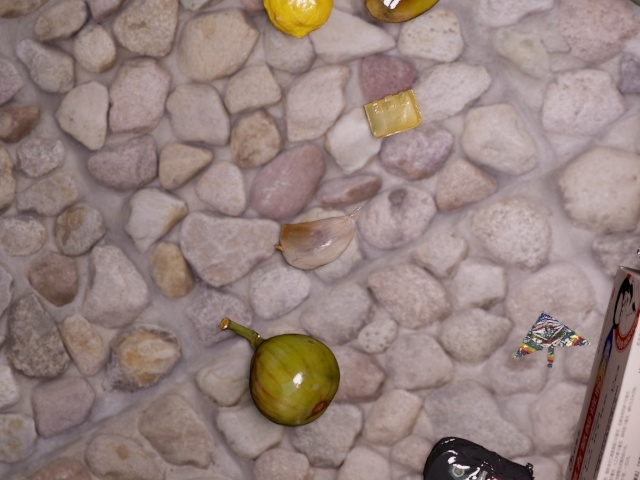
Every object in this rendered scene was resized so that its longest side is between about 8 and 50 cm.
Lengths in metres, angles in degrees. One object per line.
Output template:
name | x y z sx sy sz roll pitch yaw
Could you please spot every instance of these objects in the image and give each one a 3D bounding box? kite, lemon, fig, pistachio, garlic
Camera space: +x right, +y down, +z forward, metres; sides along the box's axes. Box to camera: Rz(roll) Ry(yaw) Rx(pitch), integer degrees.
kite | 0.361 0.155 1.322 0.122 0.004 0.090 -7 92 11
lemon | -0.036 -0.391 1.306 0.114 0.114 0.155 -4 88 11
fig | -0.062 0.213 1.349 0.186 0.148 0.142 30 117 46
pistachio | 0.148 -0.407 1.278 0.110 0.100 0.189 35 101 -29
garlic | -0.001 0.002 1.347 0.152 0.066 0.084 -12 90 13

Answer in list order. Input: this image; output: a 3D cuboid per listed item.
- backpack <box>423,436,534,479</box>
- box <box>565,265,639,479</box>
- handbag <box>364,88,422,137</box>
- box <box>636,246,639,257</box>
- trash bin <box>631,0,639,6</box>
backpack | 0.241 0.382 1.308 0.165 0.106 0.120 20 101 5
box | 0.432 0.222 1.207 0.069 0.214 0.353 14 96 8
handbag | 0.115 -0.201 1.333 0.083 0.027 0.061 -16 91 12
box | 0.591 0.003 1.165 0.252 0.203 0.106 37 139 5
trash bin | 0.574 -0.472 1.110 0.432 0.280 0.280 -6 93 8
